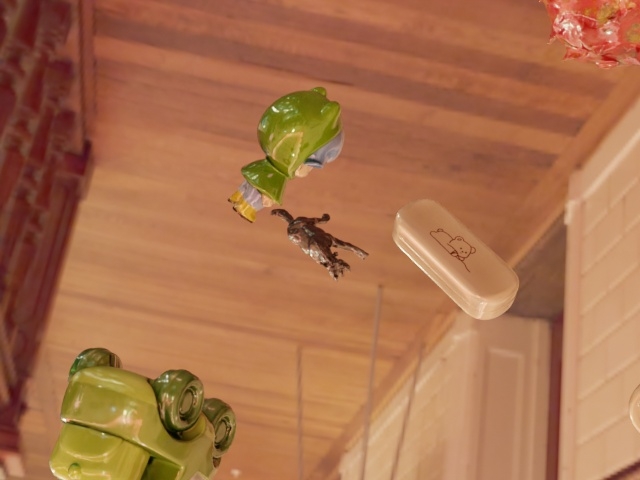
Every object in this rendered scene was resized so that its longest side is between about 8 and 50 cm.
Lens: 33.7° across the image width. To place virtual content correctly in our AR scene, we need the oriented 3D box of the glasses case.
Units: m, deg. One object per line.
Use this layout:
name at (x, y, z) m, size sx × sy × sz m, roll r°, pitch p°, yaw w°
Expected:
glasses case at (0.179, 0.023, 1.414) m, size 0.196 × 0.083 × 0.050 m, roll 45°, pitch 148°, yaw 26°

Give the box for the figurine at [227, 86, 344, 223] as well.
figurine at (-0.062, -0.150, 1.851) m, size 0.143 × 0.162 × 0.263 m, roll 36°, pitch 101°, yaw -25°

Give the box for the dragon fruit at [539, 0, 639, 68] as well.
dragon fruit at (0.413, -0.369, 1.490) m, size 0.205 × 0.210 × 0.268 m, roll 14°, pitch 145°, yaw 30°

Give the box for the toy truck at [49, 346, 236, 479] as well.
toy truck at (-0.193, 0.214, 1.056) m, size 0.148 × 0.210 × 0.187 m, roll 11°, pitch 140°, yaw 26°

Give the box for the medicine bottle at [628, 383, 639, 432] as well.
medicine bottle at (0.633, 0.266, 1.861) m, size 0.114 × 0.114 × 0.252 m, roll -12°, pitch -176°, yaw 36°

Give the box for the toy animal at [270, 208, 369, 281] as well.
toy animal at (0.000, 0.000, 2.159) m, size 0.233 × 0.084 × 0.148 m, roll 46°, pitch -171°, yaw 35°
